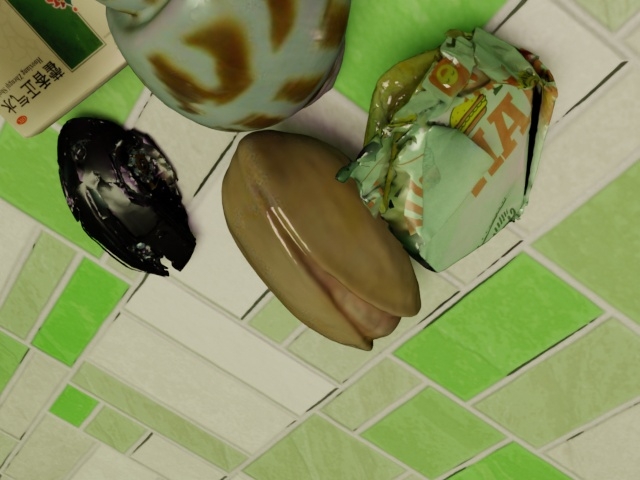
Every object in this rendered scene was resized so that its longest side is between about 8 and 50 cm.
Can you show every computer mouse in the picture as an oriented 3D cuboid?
[{"bbox_3d":[-0.248,-0.044,0.869,0.147,0.077,0.241,-14,122,27],"label":"computer mouse"}]

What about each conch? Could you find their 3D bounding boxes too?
[{"bbox_3d":[-0.105,-0.232,0.583,0.368,0.197,0.249,31,105,-24],"label":"conch"}]

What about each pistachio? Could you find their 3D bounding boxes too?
[{"bbox_3d":[0.000,0.000,0.767,0.162,0.181,0.293,-30,118,7],"label":"pistachio"}]

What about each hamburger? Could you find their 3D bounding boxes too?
[{"bbox_3d":[0.108,-0.086,0.663,0.235,0.125,0.214,-21,125,-17],"label":"hamburger"}]

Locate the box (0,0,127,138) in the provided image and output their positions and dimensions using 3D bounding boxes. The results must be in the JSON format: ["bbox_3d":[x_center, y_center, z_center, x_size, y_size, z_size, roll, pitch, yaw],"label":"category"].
[{"bbox_3d":[-0.283,-0.230,0.722,0.212,0.095,0.168,-25,119,31],"label":"box"}]
